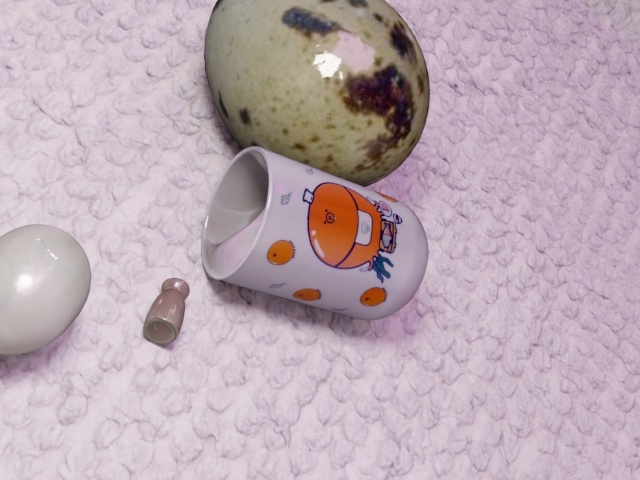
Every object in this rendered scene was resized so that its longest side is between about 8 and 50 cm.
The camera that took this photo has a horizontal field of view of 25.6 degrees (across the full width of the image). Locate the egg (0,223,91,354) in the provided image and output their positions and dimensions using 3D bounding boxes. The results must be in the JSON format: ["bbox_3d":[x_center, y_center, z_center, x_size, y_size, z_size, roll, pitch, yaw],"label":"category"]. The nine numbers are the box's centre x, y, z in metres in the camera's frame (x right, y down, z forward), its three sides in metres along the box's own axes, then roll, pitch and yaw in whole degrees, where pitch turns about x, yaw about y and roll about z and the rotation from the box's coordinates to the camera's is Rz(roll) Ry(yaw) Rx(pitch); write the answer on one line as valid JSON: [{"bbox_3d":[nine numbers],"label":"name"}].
[{"bbox_3d":[-0.391,0.067,1.876,0.151,0.151,0.209,38,41,-6],"label":"egg"}]

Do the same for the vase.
[{"bbox_3d":[-0.223,0.100,2.062,0.053,0.053,0.101,31,37,-14],"label":"vase"}]

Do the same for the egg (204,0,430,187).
[{"bbox_3d":[-0.015,-0.274,2.343,0.428,0.345,0.345,42,38,20],"label":"egg"}]

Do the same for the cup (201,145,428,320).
[{"bbox_3d":[0.000,0.000,2.214,0.317,0.212,0.212,18,45,-29],"label":"cup"}]
